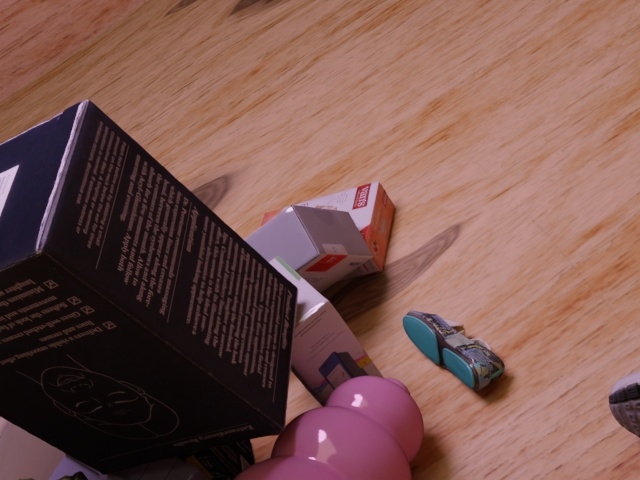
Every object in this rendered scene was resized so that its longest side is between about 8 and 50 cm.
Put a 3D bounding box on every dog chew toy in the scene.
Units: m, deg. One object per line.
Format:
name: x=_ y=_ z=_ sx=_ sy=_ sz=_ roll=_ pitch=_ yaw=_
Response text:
dog chew toy: x=0.013 y=0.295 z=1.184 sx=0.207 sy=0.206 sz=0.332 roll=1 pitch=40 yaw=41

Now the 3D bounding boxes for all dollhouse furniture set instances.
dollhouse furniture set: x=-0.441 y=0.302 z=1.543 sx=0.303 sy=0.286 sz=0.198 roll=-6 pitch=56 yaw=55

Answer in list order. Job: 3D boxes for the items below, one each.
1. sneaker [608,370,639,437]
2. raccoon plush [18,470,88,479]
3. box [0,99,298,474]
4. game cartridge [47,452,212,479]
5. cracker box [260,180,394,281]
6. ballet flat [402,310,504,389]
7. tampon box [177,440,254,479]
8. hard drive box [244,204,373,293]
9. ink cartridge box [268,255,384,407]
sneaker: x=0.464 y=0.148 z=1.077 sx=0.297 sy=0.111 sz=0.129 roll=-14 pitch=23 yaw=22
raccoon plush: x=-0.312 y=0.464 z=1.029 sx=0.446 sy=0.299 sz=0.216 roll=-68 pitch=10 yaw=-16
box: x=-0.258 y=0.078 z=1.144 sx=0.294 sy=0.395 sz=0.212 roll=-19 pitch=46 yaw=28
game cartridge: x=-0.312 y=0.408 z=1.253 sx=0.230 sy=0.068 sz=0.355 roll=13 pitch=63 yaw=43
cracker box: x=0.000 y=0.000 z=1.659 sx=0.232 sy=0.067 sz=0.155 roll=-14 pitch=40 yaw=27
ballet flat: x=0.183 y=0.144 z=1.347 sx=0.070 sy=0.070 sz=0.188 roll=-39 pitch=36 yaw=-6
tampon box: x=-0.188 y=0.318 z=1.385 sx=0.161 sy=0.120 sz=0.101 roll=-30 pitch=34 yaw=8
hard drive box: x=-0.065 y=0.047 z=1.507 sx=0.232 sy=0.181 sz=0.089 roll=-36 pitch=72 yaw=23
ink cartridge box: x=-0.010 y=0.144 z=1.364 sx=0.093 sy=0.212 sz=0.154 roll=-39 pitch=35 yaw=-9
